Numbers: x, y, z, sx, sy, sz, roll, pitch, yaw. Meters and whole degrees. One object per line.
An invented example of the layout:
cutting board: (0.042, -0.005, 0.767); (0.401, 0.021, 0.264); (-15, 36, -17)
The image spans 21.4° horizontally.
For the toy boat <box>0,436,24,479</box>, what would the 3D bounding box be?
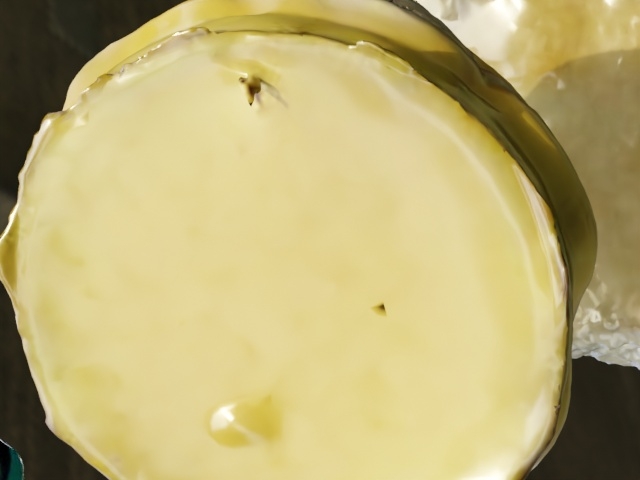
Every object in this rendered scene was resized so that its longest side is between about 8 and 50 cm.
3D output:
toy boat: (-0.253, 0.152, 0.971); (0.092, 0.299, 0.134); (46, -108, -32)

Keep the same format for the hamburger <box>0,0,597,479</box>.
hamburger: (0.000, 0.000, 0.820); (0.276, 0.276, 0.237); (63, -163, -11)

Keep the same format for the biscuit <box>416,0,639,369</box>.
biscuit: (0.098, -0.109, 1.140); (0.104, 0.429, 0.446); (-9, -70, -61)
